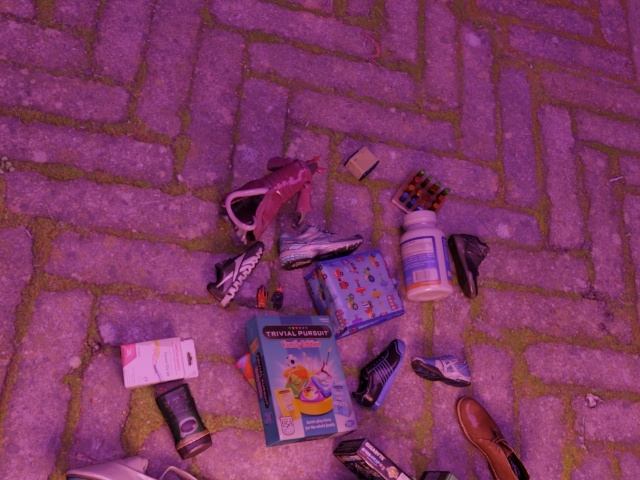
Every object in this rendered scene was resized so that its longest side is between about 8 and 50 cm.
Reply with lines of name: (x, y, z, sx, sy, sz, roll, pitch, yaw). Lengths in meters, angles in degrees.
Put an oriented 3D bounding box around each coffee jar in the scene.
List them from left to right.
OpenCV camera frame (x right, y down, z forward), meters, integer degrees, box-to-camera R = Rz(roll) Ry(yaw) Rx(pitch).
coffee jar: (-0.363, 0.484, 1.572, 0.096, 0.079, 0.185, -21, 76, -26)

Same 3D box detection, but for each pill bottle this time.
pill bottle: (0.336, 0.048, 1.904, 0.152, 0.152, 0.272, 2, 69, -16)

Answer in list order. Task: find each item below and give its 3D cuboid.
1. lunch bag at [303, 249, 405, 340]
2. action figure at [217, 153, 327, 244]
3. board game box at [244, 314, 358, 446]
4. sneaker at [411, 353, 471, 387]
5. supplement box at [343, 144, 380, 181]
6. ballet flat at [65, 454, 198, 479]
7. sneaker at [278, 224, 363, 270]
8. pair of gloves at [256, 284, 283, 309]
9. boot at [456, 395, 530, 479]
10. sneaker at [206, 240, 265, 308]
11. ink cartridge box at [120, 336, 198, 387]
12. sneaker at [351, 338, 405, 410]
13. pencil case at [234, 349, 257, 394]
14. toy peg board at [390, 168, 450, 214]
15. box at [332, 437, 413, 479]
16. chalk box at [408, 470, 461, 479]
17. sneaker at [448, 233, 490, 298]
lunch bag: (0.132, 0.155, 1.828, 0.293, 0.138, 0.221, -14, 72, -30)
action figure: (-0.141, -0.168, 1.791, 0.370, 0.276, 0.248, -37, 77, -11)
board game box: (-0.055, 0.373, 1.618, 0.253, 0.079, 0.336, 6, 58, -36)
sneaker: (0.373, 0.394, 1.834, 0.211, 0.080, 0.081, 21, 59, -19)
supplement box: (0.140, -0.264, 2.014, 0.083, 0.056, 0.083, 45, 65, 3)
ballet flat: (-0.432, 0.623, 1.488, 0.400, 0.139, 0.139, 26, 65, -11)
sneaker: (0.000, 0.000, 1.847, 0.282, 0.110, 0.122, -11, 70, -20)
pair of gloves: (-0.153, 0.172, 1.790, 0.083, 0.010, 0.074, 8, 67, -17)
boot: (0.526, 0.603, 1.775, 0.112, 0.115, 0.305, -28, 79, -22)
sneaker: (-0.256, 0.080, 1.756, 0.106, 0.078, 0.234, 35, 67, -4)
ink cartridge box: (-0.438, 0.332, 1.613, 0.198, 0.067, 0.116, -7, 72, -19)
sneaker: (0.176, 0.387, 1.768, 0.090, 0.081, 0.232, 33, 66, -11)
pencil case: (-0.142, 0.401, 1.661, 0.104, 0.104, 0.236, -33, 84, -24)
toy peg board: (0.354, -0.156, 2.025, 0.161, 0.079, 0.161, 37, 64, 0)
box: (0.140, 0.616, 1.595, 0.175, 0.220, 0.051, 42, 64, 3)
chalk box: (0.339, 0.761, 1.625, 0.289, 0.180, 0.179, 39, 64, 2)
sneaker: (0.519, 0.081, 1.981, 0.130, 0.087, 0.228, -4, 66, -11)
